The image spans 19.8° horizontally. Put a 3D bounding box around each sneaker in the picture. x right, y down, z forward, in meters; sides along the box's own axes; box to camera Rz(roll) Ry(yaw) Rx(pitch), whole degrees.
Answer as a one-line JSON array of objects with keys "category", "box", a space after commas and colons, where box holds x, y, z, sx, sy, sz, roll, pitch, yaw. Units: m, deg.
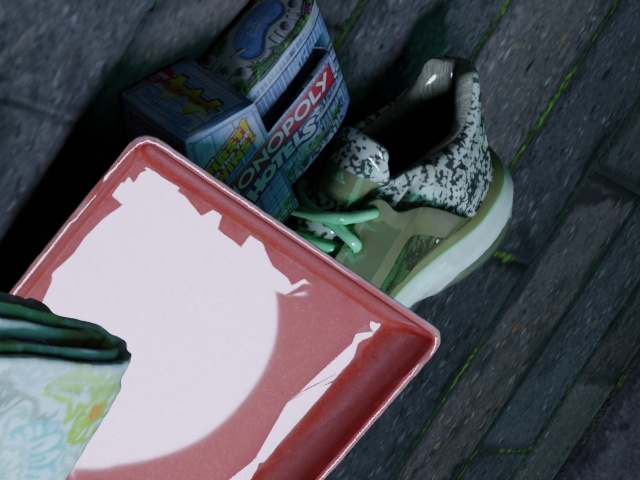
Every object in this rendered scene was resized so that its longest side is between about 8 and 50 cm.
[{"category": "sneaker", "box": [0.000, 0.000, 1.345, 0.410, 0.158, 0.182, -48, 150, -35]}]

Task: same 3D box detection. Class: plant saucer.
[{"category": "plant saucer", "box": [-0.097, 0.086, 1.168, 0.259, 0.048, 0.258, 34, 102, -28]}]

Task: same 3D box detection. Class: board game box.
[{"category": "board game box", "box": [-0.054, -0.074, 1.204, 0.194, 0.060, 0.194, -50, 159, -11]}]

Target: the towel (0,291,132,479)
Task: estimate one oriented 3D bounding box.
[{"category": "towel", "box": [-0.259, 0.172, 0.839, 0.374, 0.090, 0.320, -56, 158, 3]}]
